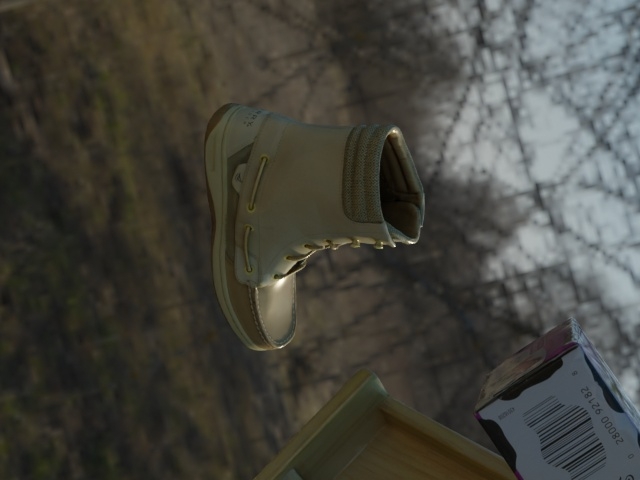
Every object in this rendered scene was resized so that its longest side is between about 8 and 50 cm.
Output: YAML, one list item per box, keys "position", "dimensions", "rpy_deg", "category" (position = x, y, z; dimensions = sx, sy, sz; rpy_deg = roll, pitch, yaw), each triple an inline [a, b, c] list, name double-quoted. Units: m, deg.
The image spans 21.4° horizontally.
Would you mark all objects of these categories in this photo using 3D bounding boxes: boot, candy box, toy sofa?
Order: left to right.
- position: [0.000, 0.000, 1.629]
  dimensions: [0.095, 0.203, 0.262]
  rpy_deg: [-39, 130, -53]
  category: "boot"
- position: [0.125, 0.250, 1.208]
  dimensions: [0.362, 0.150, 0.177]
  rpy_deg: [24, -28, 47]
  category: "toy sofa"
- position: [0.179, 0.162, 0.939]
  dimensions: [0.233, 0.071, 0.159]
  rpy_deg: [55, 8, 3]
  category: "candy box"
